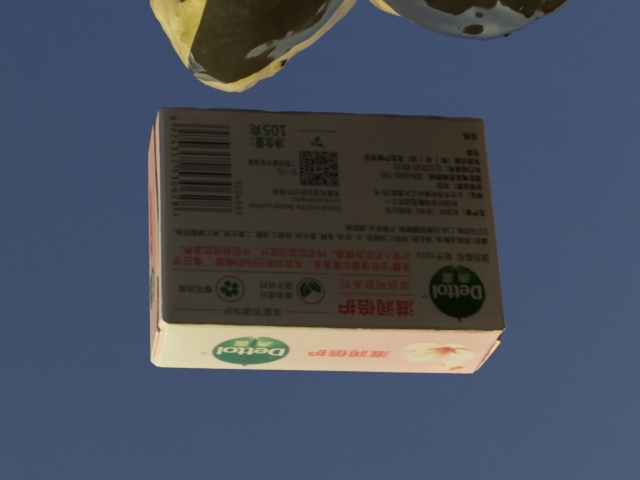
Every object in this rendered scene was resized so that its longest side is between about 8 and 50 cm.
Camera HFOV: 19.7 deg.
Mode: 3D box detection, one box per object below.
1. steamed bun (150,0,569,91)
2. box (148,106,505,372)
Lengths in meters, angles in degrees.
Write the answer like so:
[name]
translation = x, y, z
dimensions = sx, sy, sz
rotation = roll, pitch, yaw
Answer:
[steamed bun]
translation = 0.009, -0.194, 0.740
dimensions = 0.292, 0.295, 0.137
rotation = -51, -38, -23
[box]
translation = 0.000, 0.000, 0.671
dimensions = 0.125, 0.043, 0.089
rotation = 3, -115, -9
